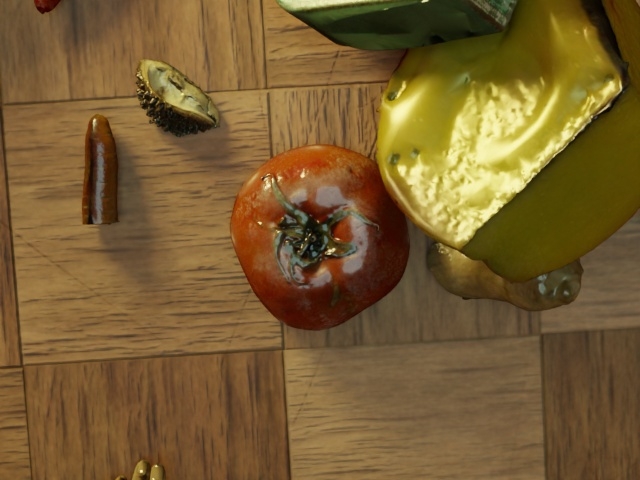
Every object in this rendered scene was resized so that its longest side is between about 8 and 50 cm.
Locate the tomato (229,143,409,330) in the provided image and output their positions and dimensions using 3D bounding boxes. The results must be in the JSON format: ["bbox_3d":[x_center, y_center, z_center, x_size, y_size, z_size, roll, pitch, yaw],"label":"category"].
[{"bbox_3d":[0.000,0.000,1.843,0.237,0.095,0.237,0,97,-2],"label":"tomato"}]

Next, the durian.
[{"bbox_3d":[-0.186,-0.171,1.850,0.130,0.052,0.066,40,55,-9],"label":"durian"}]

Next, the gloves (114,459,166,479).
[{"bbox_3d":[-0.250,0.375,1.873,0.164,0.124,0.203,17,104,-23],"label":"gloves"}]

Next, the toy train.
[{"bbox_3d":[0.083,-0.308,1.719,0.326,0.129,0.159,1,72,38],"label":"toy train"}]

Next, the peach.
[{"bbox_3d":[0.254,-0.162,1.761,0.380,0.242,0.306,-53,54,12],"label":"peach"}]

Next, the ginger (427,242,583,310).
[{"bbox_3d":[0.234,0.040,1.853,0.193,0.122,0.115,-10,117,4],"label":"ginger"}]

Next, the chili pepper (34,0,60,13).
[{"bbox_3d":[-0.315,-0.356,1.804,0.088,0.065,0.169,17,99,-4],"label":"chili pepper"}]

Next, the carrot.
[{"bbox_3d":[-0.272,-0.088,1.844,0.048,0.048,0.139,2,96,-3],"label":"carrot"}]
